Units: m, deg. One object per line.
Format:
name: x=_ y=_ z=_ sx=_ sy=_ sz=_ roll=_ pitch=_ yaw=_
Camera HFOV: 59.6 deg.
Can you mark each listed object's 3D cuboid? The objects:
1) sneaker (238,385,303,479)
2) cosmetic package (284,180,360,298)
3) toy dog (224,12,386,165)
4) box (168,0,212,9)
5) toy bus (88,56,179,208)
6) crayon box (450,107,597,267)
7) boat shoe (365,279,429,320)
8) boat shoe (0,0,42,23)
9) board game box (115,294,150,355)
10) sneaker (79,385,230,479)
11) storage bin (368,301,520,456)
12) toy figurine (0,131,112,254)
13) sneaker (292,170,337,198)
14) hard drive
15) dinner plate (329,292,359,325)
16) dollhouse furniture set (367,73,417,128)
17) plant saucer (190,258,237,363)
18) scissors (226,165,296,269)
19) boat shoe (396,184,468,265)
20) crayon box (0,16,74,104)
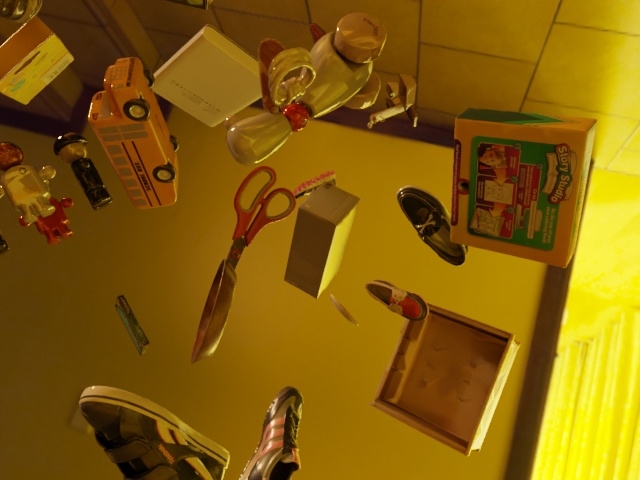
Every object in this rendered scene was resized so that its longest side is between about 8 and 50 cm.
sneaker: x=-0.087 y=0.518 z=1.403 sx=0.131 sy=0.319 sz=0.112 roll=-9 pitch=134 yaw=36
cosmetic package: x=0.000 y=0.000 z=1.272 sx=0.107 sy=0.127 sz=0.238 roll=29 pitch=136 yaw=12
toy dog: x=-0.036 y=-0.269 z=0.921 sx=0.161 sy=0.334 sz=0.220 roll=42 pitch=136 yaw=19
box: x=-0.246 y=-0.401 z=0.808 sx=0.207 sy=0.114 sz=0.036 roll=15 pitch=143 yaw=3
toy bus: x=-0.386 y=-0.216 z=1.185 sx=0.130 sy=0.108 sz=0.332 roll=-7 pitch=143 yaw=0
crayon box: x=0.505 y=-0.140 z=1.435 sx=0.313 sy=0.106 sz=0.363 roll=14 pitch=124 yaw=30
boat shoe: x=0.137 y=0.107 z=1.011 sx=0.043 sy=0.049 sz=0.137 roll=10 pitch=-166 yaw=-40
boat shoe: x=-0.752 y=-0.657 z=1.234 sx=0.132 sy=0.355 sz=0.130 roll=-31 pitch=178 yaw=24
board game box: x=-0.615 y=0.277 z=1.823 sx=0.186 sy=0.026 sz=0.126 roll=57 pitch=150 yaw=11
sneaker: x=-0.299 y=0.380 z=0.992 sx=0.126 sy=0.127 sz=0.321 roll=-26 pitch=124 yaw=37
storage bin: x=0.271 y=0.292 z=1.245 sx=0.260 sy=0.262 sz=0.123 roll=19 pitch=174 yaw=34
toy figurine: x=-0.504 y=-0.085 z=0.976 sx=0.213 sy=0.148 sz=0.209 roll=-31 pitch=177 yaw=28
sneaker: x=-0.015 y=-0.176 z=1.949 sx=0.074 sy=0.170 sz=0.063 roll=63 pitch=-178 yaw=-23
hard drive: x=-0.276 y=-0.397 z=1.398 sx=0.210 sy=0.040 sz=0.319 roll=30 pitch=154 yaw=-32
dinner plate: x=0.072 y=0.225 z=1.803 sx=0.141 sy=0.017 sz=0.141 roll=48 pitch=-179 yaw=-1
dollhouse furniture set: x=0.108 y=-0.242 z=0.935 sx=0.081 sy=0.091 sz=0.114 roll=-21 pitch=160 yaw=-2
plant saucer: x=-0.163 y=0.112 z=0.867 sx=0.029 sy=0.168 sz=0.168 roll=19 pitch=164 yaw=-13
scissors: x=-0.156 y=0.002 z=1.015 sx=0.109 sy=0.297 sz=0.021 roll=38 pitch=175 yaw=-22
boat shoe: x=0.342 y=-0.043 z=1.677 sx=0.302 sy=0.091 sz=0.114 roll=38 pitch=128 yaw=-17
crayon box: x=-0.771 y=-0.471 z=1.471 sx=0.081 sy=0.202 sz=0.318 roll=46 pitch=173 yaw=-17
